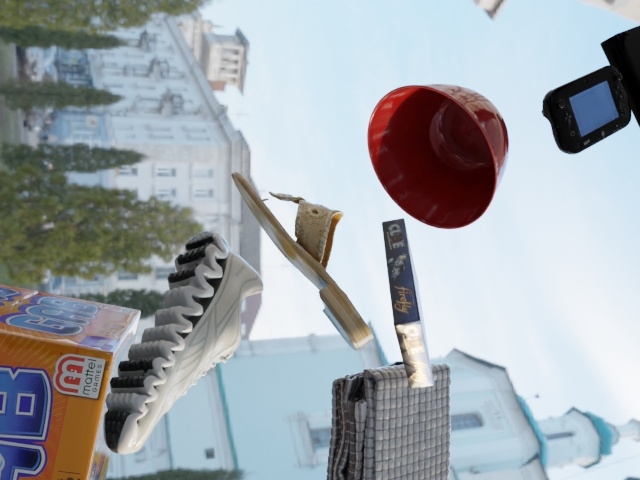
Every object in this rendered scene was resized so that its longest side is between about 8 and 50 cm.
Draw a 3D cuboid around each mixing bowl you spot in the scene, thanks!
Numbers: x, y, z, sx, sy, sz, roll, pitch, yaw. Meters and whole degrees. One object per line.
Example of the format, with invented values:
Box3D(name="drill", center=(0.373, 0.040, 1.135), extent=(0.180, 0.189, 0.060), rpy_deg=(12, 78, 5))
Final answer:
Box3D(name="mixing bowl", center=(0.155, -0.116, 0.813), extent=(0.181, 0.098, 0.181), rpy_deg=(30, -42, 31))

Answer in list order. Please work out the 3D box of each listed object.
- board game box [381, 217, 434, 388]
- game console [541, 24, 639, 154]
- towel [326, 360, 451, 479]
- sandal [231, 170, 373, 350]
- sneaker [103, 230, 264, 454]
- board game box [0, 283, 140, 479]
Box3D(name="board game box", center=(0.147, 0.102, 1.148), extent=(0.243, 0.042, 0.165), rpy_deg=(-91, 167, -49))
Box3D(name="game console", center=(0.487, -0.221, 1.101), extent=(0.044, 0.361, 0.213), rpy_deg=(-26, -89, 58))
Box3D(name="towel", center=(0.121, 0.359, 1.223), extent=(0.121, 0.235, 0.283), rpy_deg=(-1, -92, 45))
Box3D(name="sandal", center=(0.000, 0.002, 0.744), extent=(0.240, 0.079, 0.088), rpy_deg=(53, -10, 18))
Box3D(name="sneaker", center=(-0.163, 0.133, 0.844), extent=(0.110, 0.118, 0.292), rpy_deg=(-6, -129, 52))
Box3D(name="board game box", center=(-0.499, 0.269, 1.019), extent=(0.356, 0.357, 0.356), rpy_deg=(-162, -96, -80))
